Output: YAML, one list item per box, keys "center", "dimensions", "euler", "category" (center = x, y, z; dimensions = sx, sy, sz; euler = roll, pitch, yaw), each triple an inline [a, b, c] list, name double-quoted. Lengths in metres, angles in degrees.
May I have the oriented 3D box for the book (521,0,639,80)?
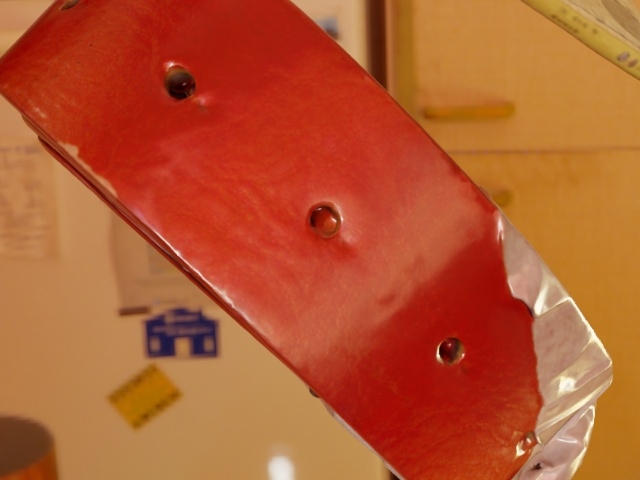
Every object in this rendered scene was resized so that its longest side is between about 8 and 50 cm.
- center: [0.085, -0.235, 0.944]
  dimensions: [0.352, 0.035, 0.239]
  euler: [26, 30, -35]
  category: "book"

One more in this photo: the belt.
- center: [0.000, 0.000, 0.664]
  dimensions: [0.115, 0.324, 0.227]
  euler: [-46, 18, -3]
  category: "belt"
